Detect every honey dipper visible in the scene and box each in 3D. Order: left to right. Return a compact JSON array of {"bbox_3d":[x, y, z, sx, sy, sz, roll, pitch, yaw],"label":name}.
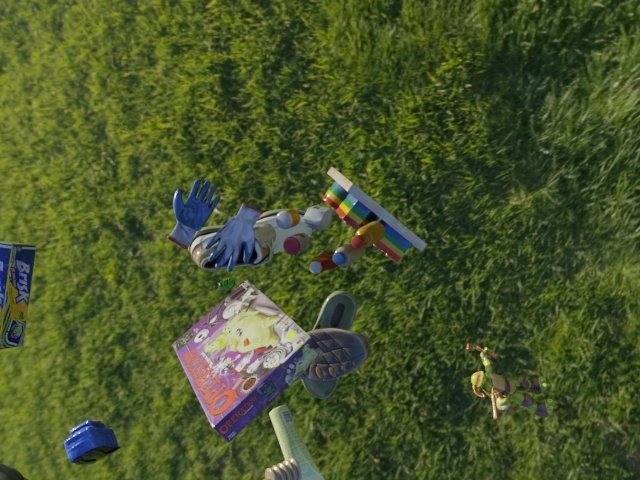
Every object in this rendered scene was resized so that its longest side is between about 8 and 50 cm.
[{"bbox_3d":[-0.095,0.299,0.667,0.030,0.160,0.031,20,116,51],"label":"honey dipper"}]

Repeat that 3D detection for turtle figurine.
[{"bbox_3d":[0.460,0.374,1.408,0.217,0.270,0.087,18,114,-9],"label":"turtle figurine"}]

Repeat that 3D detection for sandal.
[{"bbox_3d":[0.020,0.283,1.534,0.120,0.086,0.303,13,97,-8],"label":"sandal"}]

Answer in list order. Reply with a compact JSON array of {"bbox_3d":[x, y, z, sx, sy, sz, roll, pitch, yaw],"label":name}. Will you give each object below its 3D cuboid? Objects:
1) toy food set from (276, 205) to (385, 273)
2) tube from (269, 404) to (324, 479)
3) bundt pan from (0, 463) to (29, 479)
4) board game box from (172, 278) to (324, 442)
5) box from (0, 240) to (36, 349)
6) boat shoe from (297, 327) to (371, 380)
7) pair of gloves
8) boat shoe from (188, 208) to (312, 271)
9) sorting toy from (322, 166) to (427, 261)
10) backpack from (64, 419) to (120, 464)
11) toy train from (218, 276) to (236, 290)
[{"bbox_3d":[0.000,0.000,1.133,0.232,0.104,0.111,14,108,23],"label":"toy food set"},{"bbox_3d":[-0.080,0.602,1.657,0.070,0.062,0.240,-40,58,16],"label":"tube"},{"bbox_3d":[-0.578,0.555,1.037,0.331,0.124,0.331,53,157,35],"label":"bundt pan"},{"bbox_3d":[-0.148,0.197,1.040,0.056,0.208,0.346,49,169,-26],"label":"board game box"},{"bbox_3d":[-0.512,0.086,0.920,0.059,0.054,0.169,7,90,15],"label":"box"},{"bbox_3d":[-0.018,0.274,1.372,0.324,0.116,0.123,-16,86,29],"label":"boat shoe"},{"bbox_3d":[-0.221,-0.034,1.177,0.198,0.159,0.023,28,156,-10],"label":"pair of gloves"},{"bbox_3d":[-0.150,0.010,1.327,0.103,0.302,0.113,-126,27,-48],"label":"boat shoe"},{"bbox_3d":[0.123,-0.064,1.501,0.257,0.255,0.089,37,97,-18],"label":"sorting toy"},{"bbox_3d":[-0.585,0.508,1.428,0.098,0.120,0.101,-34,72,-4],"label":"backpack"},{"bbox_3d":[-0.249,0.116,1.521,0.017,0.083,0.024,5,100,19],"label":"toy train"}]
